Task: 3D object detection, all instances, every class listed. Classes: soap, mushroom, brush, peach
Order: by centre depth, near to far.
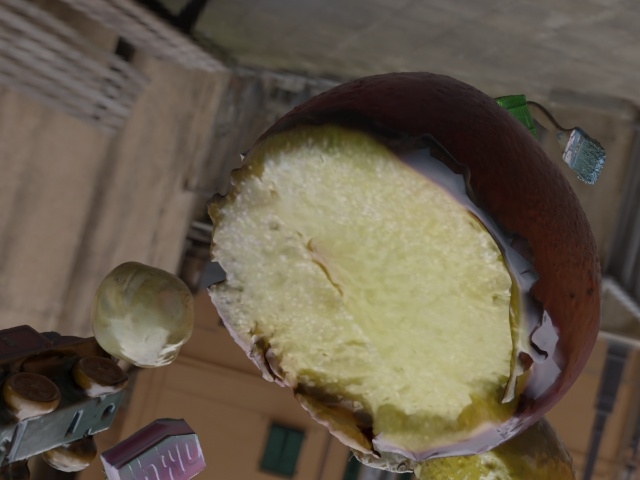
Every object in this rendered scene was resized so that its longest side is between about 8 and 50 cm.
[{"bbox_3d":[0.086,0.018,1.266,0.339,0.353,0.416,-19,148,24],"label":"peach"},{"bbox_3d":[-0.229,0.097,1.641,0.148,0.148,0.112,14,-170,20],"label":"mushroom"},{"bbox_3d":[-0.239,0.322,1.857,0.149,0.100,0.056,-29,-144,-30],"label":"soap"},{"bbox_3d":[0.381,-0.166,1.992,0.021,0.070,0.196,-7,-138,-28],"label":"brush"}]

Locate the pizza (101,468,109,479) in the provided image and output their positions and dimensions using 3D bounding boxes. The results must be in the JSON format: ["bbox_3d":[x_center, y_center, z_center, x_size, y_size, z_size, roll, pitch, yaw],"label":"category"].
[{"bbox_3d":[-0.395,0.523,2.078,0.197,0.292,0.058,6,171,-30],"label":"pizza"}]

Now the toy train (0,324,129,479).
[{"bbox_3d":[-0.426,0.208,1.713,0.231,0.163,0.369,34,-160,21],"label":"toy train"}]

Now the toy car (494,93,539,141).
[{"bbox_3d":[0.333,-0.168,2.152,0.071,0.165,0.062,-16,179,-24],"label":"toy car"}]

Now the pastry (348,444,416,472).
[{"bbox_3d":[0.113,0.296,1.866,0.153,0.081,0.153,7,177,0],"label":"pastry"}]

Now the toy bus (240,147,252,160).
[{"bbox_3d":[-0.048,-0.080,2.154,0.092,0.106,0.268,-24,-141,-16],"label":"toy bus"}]

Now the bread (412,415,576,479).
[{"bbox_3d":[0.209,0.276,1.518,0.197,0.170,0.197,32,-151,-20],"label":"bread"}]
